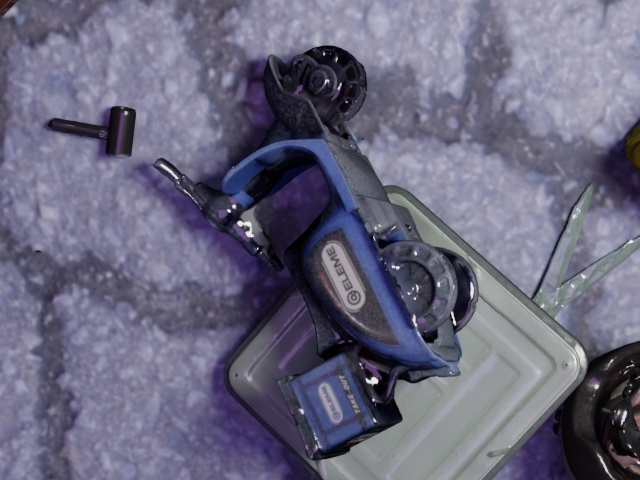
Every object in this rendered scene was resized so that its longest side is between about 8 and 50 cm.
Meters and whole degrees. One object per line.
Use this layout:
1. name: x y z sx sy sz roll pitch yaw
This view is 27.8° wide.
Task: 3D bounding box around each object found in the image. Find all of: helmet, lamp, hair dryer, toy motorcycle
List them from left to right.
1. hair dryer: -0.219 -0.108 1.236 0.083 0.026 0.047 10 101 5
2. toy motorcycle: 0.000 0.000 1.175 0.213 0.125 0.358 -30 74 17
3. lamp: 0.076 0.124 1.239 0.266 0.047 0.269 42 100 13
4. helmet: 0.344 0.204 1.244 0.253 0.154 0.198 21 64 -14

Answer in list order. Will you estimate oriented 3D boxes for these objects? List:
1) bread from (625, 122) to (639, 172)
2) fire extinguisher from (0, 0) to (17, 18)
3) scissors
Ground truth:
1. bread: 0.421 -0.065 1.198 0.234 0.110 0.184 41 99 -8
2. fire extinguisher: -0.302 -0.261 1.166 0.269 0.105 0.105 -44 99 10
3. scissors: 0.221 0.065 1.278 0.144 0.017 0.247 36 100 -8
